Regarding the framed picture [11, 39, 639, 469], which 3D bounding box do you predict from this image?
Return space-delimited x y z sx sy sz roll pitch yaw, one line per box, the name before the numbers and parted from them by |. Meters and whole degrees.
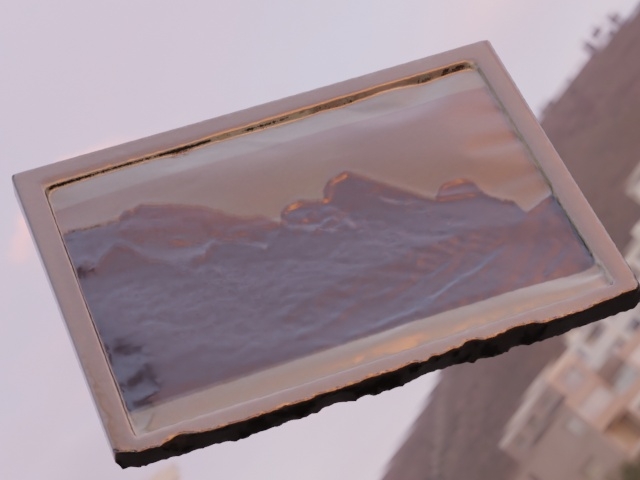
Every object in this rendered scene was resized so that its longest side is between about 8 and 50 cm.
framed picture | 0.000 -0.001 0.922 0.265 0.192 0.018 -17 -40 -13
